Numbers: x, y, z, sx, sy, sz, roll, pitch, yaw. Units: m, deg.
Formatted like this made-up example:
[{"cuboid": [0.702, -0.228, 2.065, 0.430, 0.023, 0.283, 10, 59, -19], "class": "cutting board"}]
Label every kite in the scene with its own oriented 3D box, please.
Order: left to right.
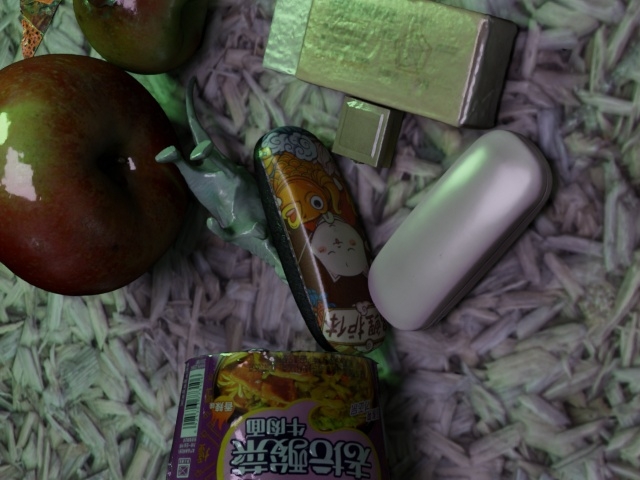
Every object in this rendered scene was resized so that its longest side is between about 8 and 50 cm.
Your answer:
[{"cuboid": [-0.449, -0.397, 2.213, 0.125, 0.008, 0.222, -10, 85, 35], "class": "kite"}]

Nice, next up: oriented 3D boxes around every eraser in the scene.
[{"cuboid": [0.080, -0.248, 1.756, 0.343, 0.078, 0.144, 22, 103, 37], "class": "eraser"}]

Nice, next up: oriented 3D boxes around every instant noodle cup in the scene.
[{"cuboid": [-0.048, 0.283, 1.735, 0.340, 0.340, 0.266, -9, 73, 38], "class": "instant noodle cup"}]

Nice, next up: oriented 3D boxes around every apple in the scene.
[{"cuboid": [-0.358, -0.092, 1.941, 0.277, 0.348, 0.348, -15, 81, 40], "class": "apple"}, {"cuboid": [-0.265, -0.336, 1.964, 0.188, 0.174, 0.207, 24, 151, 16], "class": "apple"}]

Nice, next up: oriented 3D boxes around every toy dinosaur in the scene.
[{"cuboid": [-0.141, -0.090, 1.881, 0.092, 0.205, 0.393, -41, 45, 9], "class": "toy dinosaur"}]

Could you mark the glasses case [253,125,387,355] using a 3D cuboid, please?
[{"cuboid": [0.000, 0.000, 1.792, 0.082, 0.122, 0.321, -28, 74, 34], "class": "glasses case"}]

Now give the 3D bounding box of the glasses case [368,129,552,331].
[{"cuboid": [0.168, -0.009, 1.691, 0.297, 0.075, 0.113, -50, 62, 26], "class": "glasses case"}]

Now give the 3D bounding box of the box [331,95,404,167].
[{"cuboid": [0.062, -0.140, 1.798, 0.079, 0.035, 0.083, 23, 105, 35], "class": "box"}]
